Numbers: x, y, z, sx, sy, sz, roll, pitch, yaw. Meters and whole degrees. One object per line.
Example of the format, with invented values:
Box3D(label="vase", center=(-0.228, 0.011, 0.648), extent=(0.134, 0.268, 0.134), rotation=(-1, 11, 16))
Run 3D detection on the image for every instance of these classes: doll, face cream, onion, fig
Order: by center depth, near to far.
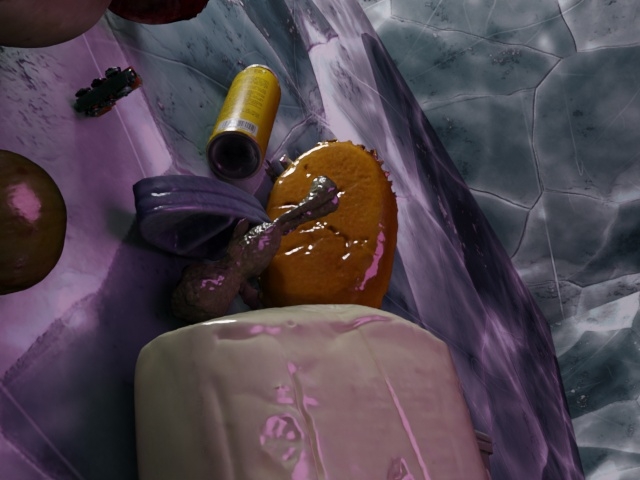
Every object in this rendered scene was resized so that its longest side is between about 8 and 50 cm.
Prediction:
Box3D(label="fig", center=(-0.359, 0.002, 0.712), extent=(0.245, 0.149, 0.149), rotation=(-28, 93, -49))
Box3D(label="doll", center=(-0.092, 0.008, 1.081), extent=(0.091, 0.286, 0.203), rotation=(45, 5, 11))
Box3D(label="onion", center=(-0.286, -0.470, 1.247), extent=(0.252, 0.219, 0.252), rotation=(4, 77, -20))
Box3D(label="face cream", center=(-0.138, -0.247, 1.459), extent=(0.105, 0.105, 0.348), rotation=(53, 24, -28))

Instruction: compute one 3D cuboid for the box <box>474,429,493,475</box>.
Box3D(label="box", center=(0.157, 0.471, 1.203), extent=(0.352, 0.178, 0.343), rotation=(35, 49, -53))

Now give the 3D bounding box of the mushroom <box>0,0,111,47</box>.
Box3D(label="mushroom", center=(-0.361, -0.408, 0.862), extent=(0.362, 0.295, 0.362), rotation=(50, 24, -32))

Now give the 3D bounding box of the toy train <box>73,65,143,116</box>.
Box3D(label="toy train", center=(-0.294, -0.208, 1.061), extent=(0.044, 0.103, 0.064), rotation=(63, 17, -1))

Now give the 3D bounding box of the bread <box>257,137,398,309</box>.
Box3D(label="bread", center=(0.013, 0.000, 1.295), extent=(0.183, 0.236, 0.388), rotation=(104, -10, -61))

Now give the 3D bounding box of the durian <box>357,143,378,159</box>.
Box3D(label="durian", center=(0.049, -0.036, 1.549), extent=(0.191, 0.112, 0.341), rotation=(-47, 144, -76))

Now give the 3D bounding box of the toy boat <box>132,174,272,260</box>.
Box3D(label="toy boat", center=(-0.174, -0.030, 1.107), extent=(0.283, 0.127, 0.078), rotation=(19, 47, -62))

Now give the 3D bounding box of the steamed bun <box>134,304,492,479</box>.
Box3D(label="steamed bun", center=(-0.015, 0.273, 0.912), extent=(0.456, 0.290, 0.371), rotation=(15, 49, -39))
